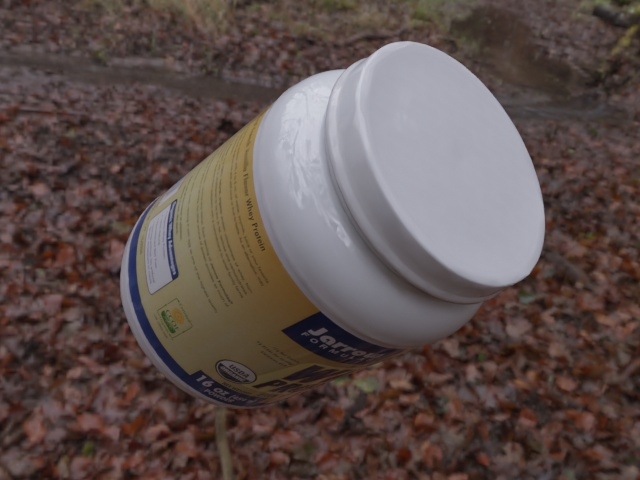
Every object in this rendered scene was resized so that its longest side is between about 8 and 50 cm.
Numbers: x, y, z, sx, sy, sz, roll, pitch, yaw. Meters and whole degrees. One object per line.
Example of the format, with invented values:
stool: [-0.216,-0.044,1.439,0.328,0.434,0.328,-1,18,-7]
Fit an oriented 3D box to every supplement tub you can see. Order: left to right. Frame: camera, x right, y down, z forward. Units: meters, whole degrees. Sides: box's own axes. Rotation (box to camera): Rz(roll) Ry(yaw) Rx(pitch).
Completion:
supplement tub: [0.000,0.000,0.664,0.228,0.316,0.228,21,56,-33]
